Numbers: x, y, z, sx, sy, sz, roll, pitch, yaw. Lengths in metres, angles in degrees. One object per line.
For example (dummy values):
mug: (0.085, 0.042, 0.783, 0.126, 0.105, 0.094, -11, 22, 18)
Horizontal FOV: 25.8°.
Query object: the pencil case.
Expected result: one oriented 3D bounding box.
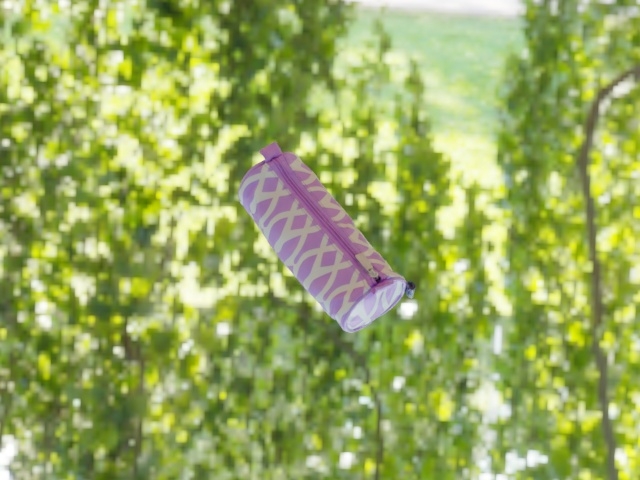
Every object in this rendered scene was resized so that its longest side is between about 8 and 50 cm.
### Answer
pencil case: (0.000, 0.000, 1.430, 0.086, 0.206, 0.088, -35, 157, -18)
